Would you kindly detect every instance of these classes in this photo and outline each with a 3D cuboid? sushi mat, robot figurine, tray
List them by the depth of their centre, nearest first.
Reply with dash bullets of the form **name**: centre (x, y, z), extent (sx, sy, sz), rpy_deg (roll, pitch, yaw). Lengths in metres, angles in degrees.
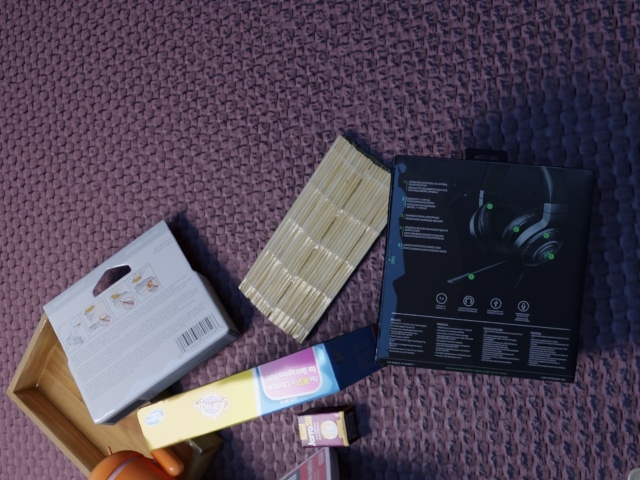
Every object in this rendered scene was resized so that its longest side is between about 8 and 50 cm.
- **sushi mat**: centre (0.000, 0.000, 1.112), extent (0.151, 0.019, 0.316), rpy_deg (40, 107, 19)
- **robot figurine**: centre (-0.281, 0.414, 1.113), extent (0.219, 0.128, 0.158), rpy_deg (23, 115, 23)
- **tray**: centre (-0.380, 0.315, 1.270), extent (0.411, 0.076, 0.203), rpy_deg (36, 105, 22)

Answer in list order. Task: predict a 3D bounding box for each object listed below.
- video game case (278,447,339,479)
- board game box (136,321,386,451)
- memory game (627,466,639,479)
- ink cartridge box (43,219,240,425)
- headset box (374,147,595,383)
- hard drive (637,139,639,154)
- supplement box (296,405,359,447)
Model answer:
- **video game case**: centre (-0.088, 0.433, 1.028), extent (0.285, 0.204, 0.025), rpy_deg (-38, 100, 7)
- **board game box**: centre (-0.067, 0.206, 1.023), extent (0.316, 0.242, 0.064), rpy_deg (-23, 81, 25)
- **memory game**: centre (0.473, 0.354, 0.886), extent (0.186, 0.012, 0.186), rpy_deg (0, 90, 26)
- **ink cartridge box**: centre (-0.310, 0.138, 1.200), extent (0.275, 0.060, 0.239), rpy_deg (-35, 67, 3)
- **headset box**: centre (0.203, 0.022, 0.910), extent (0.246, 0.131, 0.283), rpy_deg (4, 93, 5)
- **hard drive**: centre (0.529, 0.022, 0.830), extent (0.237, 0.064, 0.339), rpy_deg (-12, 84, 26)
- **supplement box**: centre (0.012, 0.289, 1.094), extent (0.083, 0.043, 0.055), rpy_deg (-12, 86, 26)
